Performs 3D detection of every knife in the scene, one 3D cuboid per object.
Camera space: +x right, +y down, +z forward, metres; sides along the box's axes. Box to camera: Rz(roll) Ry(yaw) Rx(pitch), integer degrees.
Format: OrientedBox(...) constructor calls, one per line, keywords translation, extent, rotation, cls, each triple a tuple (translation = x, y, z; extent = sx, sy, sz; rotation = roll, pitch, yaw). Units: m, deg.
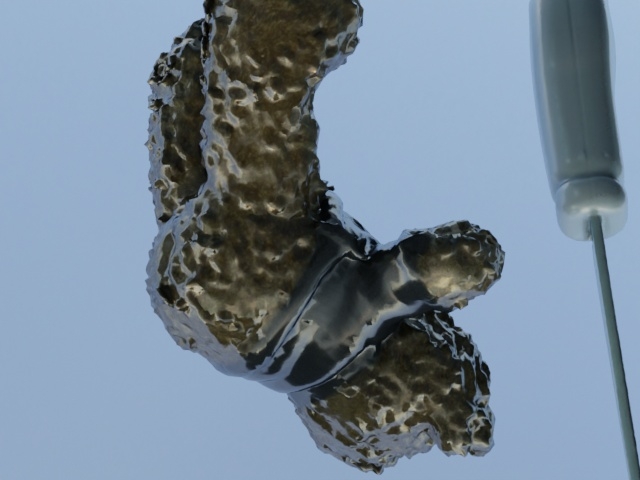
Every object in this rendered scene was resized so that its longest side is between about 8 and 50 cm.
OrientedBox(translation=(0.135, 0.020, 0.507), extent=(0.044, 0.080, 0.331), rotation=(-6, -114, 11), cls="knife")

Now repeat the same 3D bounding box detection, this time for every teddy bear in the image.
OrientedBox(translation=(-0.016, 0.009, 0.492), extent=(0.129, 0.182, 0.251), rotation=(-36, -77, -26), cls="teddy bear")
